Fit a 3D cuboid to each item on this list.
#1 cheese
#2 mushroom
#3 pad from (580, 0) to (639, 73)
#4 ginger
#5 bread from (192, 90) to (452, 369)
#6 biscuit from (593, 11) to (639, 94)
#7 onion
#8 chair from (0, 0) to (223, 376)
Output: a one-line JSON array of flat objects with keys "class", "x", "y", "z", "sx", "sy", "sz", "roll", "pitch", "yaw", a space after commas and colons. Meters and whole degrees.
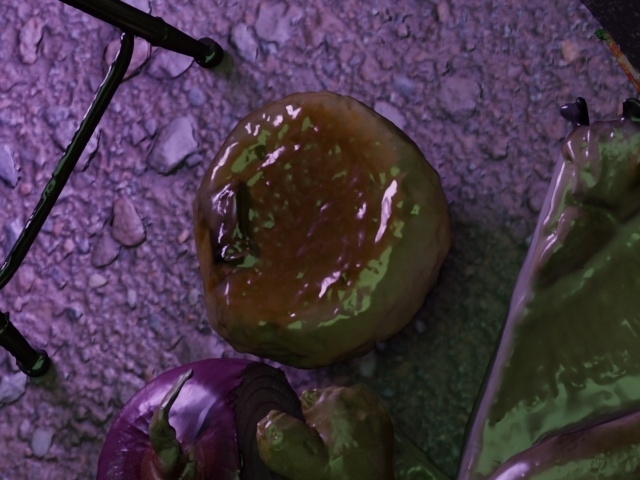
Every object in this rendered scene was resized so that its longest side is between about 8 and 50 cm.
[{"class": "cheese", "x": 0.098, "y": 0.228, "z": 1.417, "sx": 0.065, "sy": 0.043, "sz": 0.194, "roll": -46, "pitch": 66, "yaw": 2}, {"class": "mushroom", "x": 0.266, "y": 0.118, "z": 1.325, "sx": 0.314, "sy": 0.224, "sz": 0.397, "roll": 22, "pitch": 86, "yaw": 6}, {"class": "pad", "x": 0.319, "y": -0.270, "z": 1.505, "sx": 0.220, "sy": 0.004, "sz": 0.330, "roll": -33, "pitch": 67, "yaw": 1}, {"class": "ginger", "x": 0.051, "y": 0.254, "z": 1.364, "sx": 0.118, "sy": 0.065, "sz": 0.298, "roll": -24, "pitch": 88, "yaw": -25}, {"class": "bread", "x": 0.000, "y": 0.000, "z": 1.471, "sx": 0.244, "sy": 0.134, "sz": 0.244, "roll": -7, "pitch": 71, "yaw": 19}, {"class": "biscuit", "x": 0.278, "y": -0.158, "z": 1.488, "sx": 0.046, "sy": 0.016, "sz": 0.089, "roll": -31, "pitch": 67, "yaw": 7}, {"class": "onion", "x": -0.099, "y": 0.208, "z": 1.423, "sx": 0.201, "sy": 0.200, "sz": 0.207, "roll": -25, "pitch": 84, "yaw": 9}, {"class": "chair", "x": -0.381, "y": -0.152, "z": 1.487, "sx": 0.365, "sy": 0.410, "sz": 0.362, "roll": 26, "pitch": 84, "yaw": 23}]
